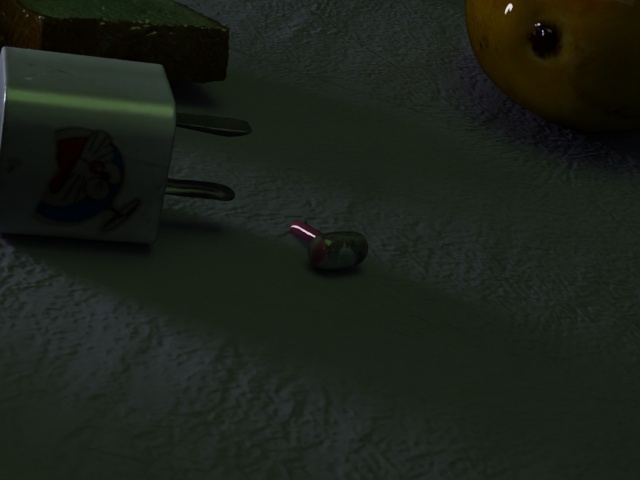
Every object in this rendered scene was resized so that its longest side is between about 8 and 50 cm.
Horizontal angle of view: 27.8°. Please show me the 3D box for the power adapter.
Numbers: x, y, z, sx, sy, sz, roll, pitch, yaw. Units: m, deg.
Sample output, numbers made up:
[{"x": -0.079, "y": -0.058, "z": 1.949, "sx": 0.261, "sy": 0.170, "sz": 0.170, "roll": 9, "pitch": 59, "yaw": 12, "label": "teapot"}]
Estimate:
[{"x": -0.161, "y": -0.074, "z": 1.051, "sx": 0.205, "sy": 0.130, "sz": 0.125, "roll": 4, "pitch": 28, "yaw": -17, "label": "power adapter"}]

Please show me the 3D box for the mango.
[{"x": 0.324, "y": -0.270, "z": 1.571, "sx": 0.300, "sy": 0.232, "sz": 0.446, "roll": 11, "pitch": 20, "yaw": 3, "label": "mango"}]

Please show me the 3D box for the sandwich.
[{"x": -0.220, "y": -0.214, "z": 1.349, "sx": 0.214, "sy": 0.065, "sz": 0.186, "roll": -1, "pitch": 21, "yaw": -27, "label": "sandwich"}]

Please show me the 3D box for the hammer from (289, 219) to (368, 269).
[{"x": 0.000, "y": 0.000, "z": 1.103, "sx": 0.052, "sy": 0.031, "sz": 0.083, "roll": -3, "pitch": 20, "yaw": -36, "label": "hammer"}]
